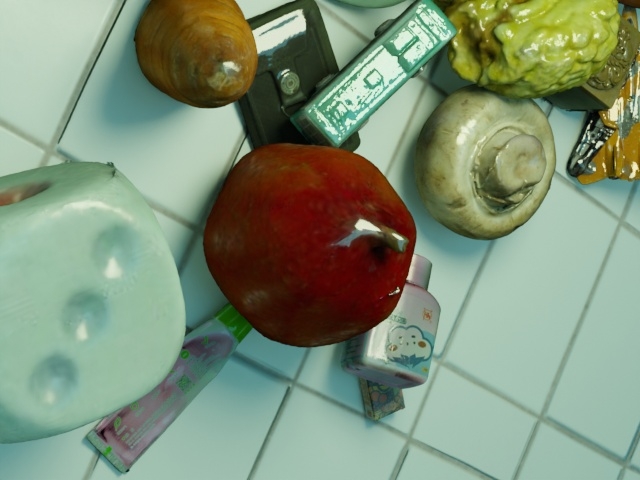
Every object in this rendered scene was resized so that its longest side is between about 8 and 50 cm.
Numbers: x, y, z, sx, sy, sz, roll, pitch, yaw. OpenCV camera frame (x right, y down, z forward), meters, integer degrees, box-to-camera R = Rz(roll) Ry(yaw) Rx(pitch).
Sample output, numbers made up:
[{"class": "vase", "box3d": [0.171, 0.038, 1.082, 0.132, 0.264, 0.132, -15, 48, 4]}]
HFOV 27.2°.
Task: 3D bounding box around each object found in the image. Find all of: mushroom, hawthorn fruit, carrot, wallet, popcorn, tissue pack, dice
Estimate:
[{"class": "mushroom", "box3d": [0.258, -0.121, 2.001, 0.254, 0.184, 0.255, 1, 88, -31]}, {"class": "hawthorn fruit", "box3d": [-0.014, 0.002, 1.765, 0.295, 0.311, 0.295, 0, 82, -1]}, {"class": "carrot", "box3d": [-0.146, -0.237, 1.670, 0.159, 0.225, 0.159, -4, 107, -13]}, {"class": "wallet", "box3d": [-0.038, -0.207, 1.868, 0.168, 0.052, 0.245, -29, 114, -24]}, {"class": "popcorn", "box3d": [0.290, -0.308, 1.925, 0.286, 0.174, 0.225, 12, 54, 2]}, {"class": "tissue pack", "box3d": [0.092, 0.226, 2.020, 0.063, 0.035, 0.083, -19, 108, -31]}, {"class": "dice", "box3d": [-0.336, 0.067, 1.565, 0.268, 0.264, 0.263, -23, 109, -31]}]

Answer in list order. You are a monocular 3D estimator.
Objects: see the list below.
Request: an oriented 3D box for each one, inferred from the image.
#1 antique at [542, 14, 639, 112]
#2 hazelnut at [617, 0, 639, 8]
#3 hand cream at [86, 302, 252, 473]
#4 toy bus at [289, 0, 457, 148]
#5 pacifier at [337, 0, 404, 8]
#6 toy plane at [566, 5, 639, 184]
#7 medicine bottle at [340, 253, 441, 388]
[{"class": "antique", "box3d": [0.411, -0.299, 2.101, 0.152, 0.148, 0.147, 30, 77, -31]}, {"class": "hazelnut", "box3d": [0.523, -0.482, 2.140, 0.214, 0.176, 0.214, 3, 75, -10]}, {"class": "hand cream", "box3d": [-0.198, 0.197, 1.817, 0.079, 0.050, 0.275, 45, 75, -4]}, {"class": "toy bus", "box3d": [0.077, -0.230, 1.832, 0.262, 0.109, 0.091, -45, 99, -10]}, {"class": "pacifier", "box3d": [0.072, -0.481, 1.827, 0.343, 0.288, 0.269, 36, 42, -30]}, {"class": "toy plane", "box3d": [0.515, -0.251, 2.208, 0.103, 0.204, 0.316, 47, 44, -72]}, {"class": "medicine bottle", "box3d": [0.110, 0.115, 1.966, 0.119, 0.094, 0.188, 19, 71, -18]}]
